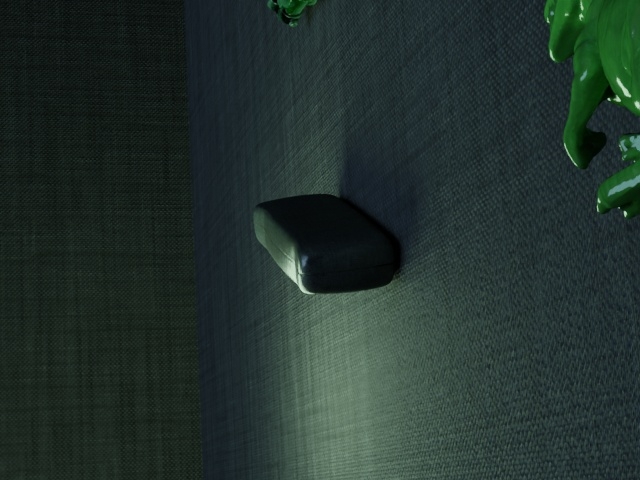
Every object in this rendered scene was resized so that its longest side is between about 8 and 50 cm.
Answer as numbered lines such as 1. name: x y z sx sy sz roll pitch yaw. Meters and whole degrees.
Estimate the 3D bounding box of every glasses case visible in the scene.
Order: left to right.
1. glasses case: 0.000 0.000 1.762 0.323 0.131 0.074 -136 42 -70

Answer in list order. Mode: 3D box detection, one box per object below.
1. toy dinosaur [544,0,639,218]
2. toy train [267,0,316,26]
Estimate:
1. toy dinosaur: 0.274 -0.204 0.832 0.500 0.144 0.374 114 164 -50
2. toy train: -0.037 -0.409 2.021 0.178 0.071 0.104 147 111 -71
